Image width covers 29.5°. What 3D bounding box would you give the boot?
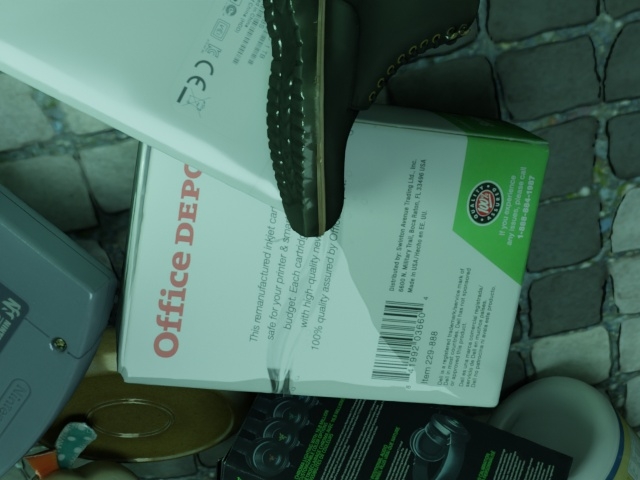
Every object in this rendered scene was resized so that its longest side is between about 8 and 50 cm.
[{"bbox_3d":[0.040,-0.104,0.752,0.137,0.077,0.198,-5,105,-20],"label":"boot"}]

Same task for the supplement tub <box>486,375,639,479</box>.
[{"bbox_3d":[0.258,0.239,1.184,0.144,0.144,0.199,-31,128,17],"label":"supplement tub"}]

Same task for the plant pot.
[{"bbox_3d":[-0.167,0.146,1.067,0.236,0.032,0.236,-2,147,-1],"label":"plant pot"}]

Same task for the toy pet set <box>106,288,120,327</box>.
[{"bbox_3d":[-0.122,0.064,1.024,0.122,0.065,0.114,3,130,-12],"label":"toy pet set"}]

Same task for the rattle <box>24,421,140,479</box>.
[{"bbox_3d":[-0.247,0.222,1.119,0.130,0.143,0.199,-36,131,-10],"label":"rattle"}]

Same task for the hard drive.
[{"bbox_3d":[-0.111,-0.179,0.751,0.319,0.040,0.210,27,94,-19],"label":"hard drive"}]

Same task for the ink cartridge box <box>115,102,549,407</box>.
[{"bbox_3d":[0.000,0.000,0.911,0.289,0.121,0.211,6,105,-14],"label":"ink cartridge box"}]

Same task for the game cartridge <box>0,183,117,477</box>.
[{"bbox_3d":[-0.292,0.085,0.970,0.198,0.062,0.297,37,120,-6],"label":"game cartridge"}]

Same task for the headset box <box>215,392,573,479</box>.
[{"bbox_3d":[0.044,0.243,1.072,0.283,0.131,0.246,22,144,8],"label":"headset box"}]
